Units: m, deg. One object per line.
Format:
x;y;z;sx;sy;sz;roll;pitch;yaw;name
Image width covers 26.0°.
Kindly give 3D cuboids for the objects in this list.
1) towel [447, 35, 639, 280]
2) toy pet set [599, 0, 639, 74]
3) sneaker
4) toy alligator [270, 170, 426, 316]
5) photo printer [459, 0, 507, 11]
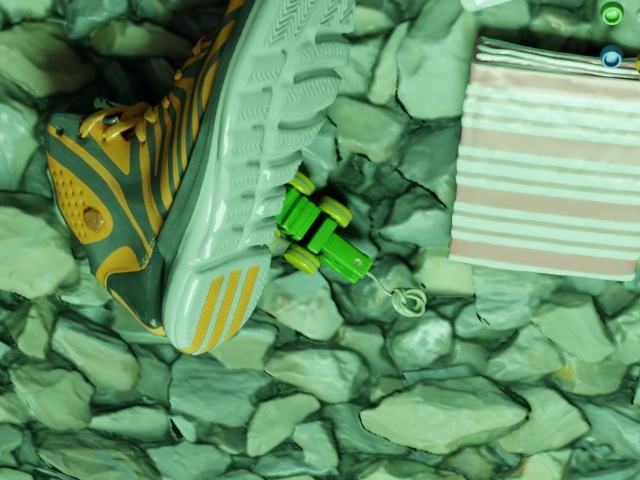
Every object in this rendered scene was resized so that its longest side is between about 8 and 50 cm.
0.169;-0.052;0.991;0.144;0.029;0.197;8;132;6;towel
0.229;-0.151;0.849;0.114;0.065;0.122;0;122;11;toy pet set
-0.102;-0.091;0.970;0.180;0.125;0.321;32;111;27;sneaker
0.000;0.000;1.071;0.190;0.056;0.051;38;170;-16;toy alligator
0.173;-0.281;0.688;0.308;0.107;0.256;-20;119;7;photo printer
